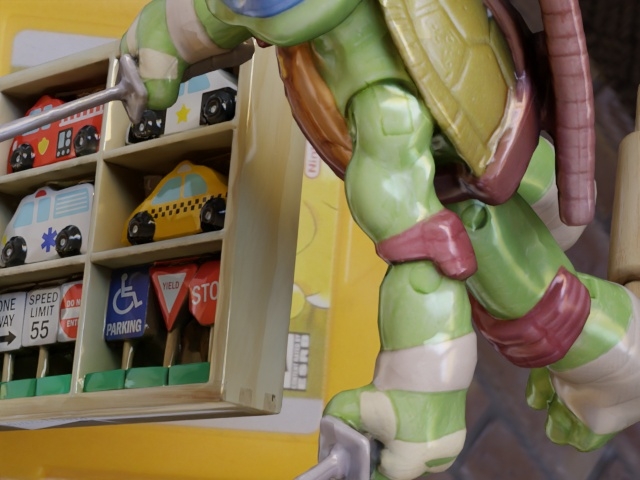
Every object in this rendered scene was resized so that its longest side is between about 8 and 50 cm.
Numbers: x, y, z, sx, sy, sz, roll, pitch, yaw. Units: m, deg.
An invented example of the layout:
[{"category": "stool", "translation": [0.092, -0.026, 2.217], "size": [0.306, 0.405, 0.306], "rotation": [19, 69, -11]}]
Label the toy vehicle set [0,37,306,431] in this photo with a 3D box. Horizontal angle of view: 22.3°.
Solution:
[{"category": "toy vehicle set", "translation": [-0.117, 0.001, 0.734], "size": [0.267, 0.035, 0.166], "rotation": [-9, 70, 42]}]

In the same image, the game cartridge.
[{"category": "game cartridge", "translation": [-0.111, -0.006, 0.893], "size": [0.324, 0.285, 0.053], "rotation": [5, 175, -9]}]

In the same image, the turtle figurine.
[{"category": "turtle figurine", "translation": [0.000, 0.000, 0.585], "size": [0.198, 0.274, 0.266], "rotation": [24, 174, 42]}]

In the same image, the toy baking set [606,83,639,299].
[{"category": "toy baking set", "translation": [0.207, -0.017, 0.696], "size": [0.197, 0.256, 0.030], "rotation": [-15, 137, 40]}]
